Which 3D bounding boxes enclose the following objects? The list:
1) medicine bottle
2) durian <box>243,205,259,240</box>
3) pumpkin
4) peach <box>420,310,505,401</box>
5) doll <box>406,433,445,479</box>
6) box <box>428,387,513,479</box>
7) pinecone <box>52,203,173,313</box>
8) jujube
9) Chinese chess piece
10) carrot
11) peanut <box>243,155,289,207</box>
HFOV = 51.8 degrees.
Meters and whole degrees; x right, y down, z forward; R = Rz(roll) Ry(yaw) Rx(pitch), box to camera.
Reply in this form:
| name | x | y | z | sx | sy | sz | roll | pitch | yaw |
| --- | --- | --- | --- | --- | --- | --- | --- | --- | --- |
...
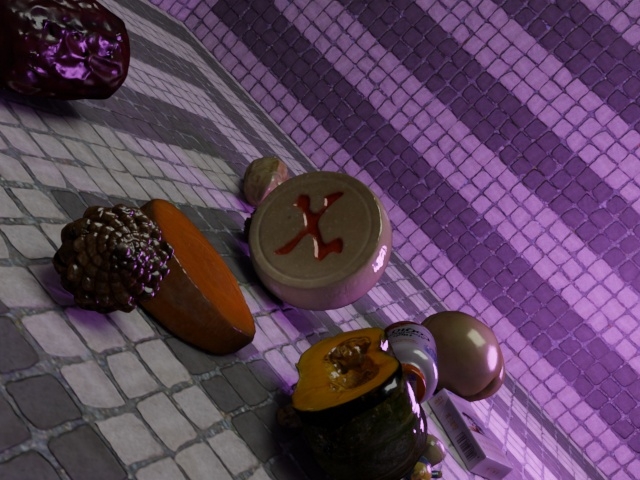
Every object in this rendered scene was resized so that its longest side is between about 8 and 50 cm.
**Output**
| name | x | y | z | sx | sy | sz | roll | pitch | yaw |
| --- | --- | --- | --- | --- | --- | --- | --- | --- | --- |
| medicine bottle | 0.207 | 0.307 | 1.610 | 0.157 | 0.157 | 0.288 | 45 | 12 | -1 |
| durian | -0.161 | -0.029 | 1.690 | 0.140 | 0.071 | 0.110 | 13 | 69 | -73 |
| pumpkin | 0.056 | 0.308 | 1.121 | 0.325 | 0.242 | 0.232 | -81 | 154 | -80 |
| peach | 0.410 | 0.335 | 1.949 | 0.292 | 0.247 | 0.292 | 40 | 24 | -22 |
| doll | 0.212 | 0.445 | 1.348 | 0.102 | 0.089 | 0.179 | 51 | 10 | -12 |
| box | 0.398 | 0.517 | 1.757 | 0.149 | 0.067 | 0.233 | 37 | 16 | -40 |
| pinecone | -0.301 | 0.025 | 0.945 | 0.173 | 0.173 | 0.173 | 42 | 13 | -12 |
| jujube | -0.538 | -0.393 | 1.314 | 0.258 | 0.258 | 0.377 | 46 | 25 | 3 |
| Chinese chess piece | 0.000 | 0.000 | 1.536 | 0.338 | 0.338 | 0.140 | 53 | -6 | 32 |
| carrot | -0.232 | 0.071 | 1.162 | 0.307 | 0.100 | 0.258 | 52 | 11 | -3 |
| peanut | -0.160 | -0.172 | 1.977 | 0.140 | 0.153 | 0.325 | 37 | 8 | -14 |
